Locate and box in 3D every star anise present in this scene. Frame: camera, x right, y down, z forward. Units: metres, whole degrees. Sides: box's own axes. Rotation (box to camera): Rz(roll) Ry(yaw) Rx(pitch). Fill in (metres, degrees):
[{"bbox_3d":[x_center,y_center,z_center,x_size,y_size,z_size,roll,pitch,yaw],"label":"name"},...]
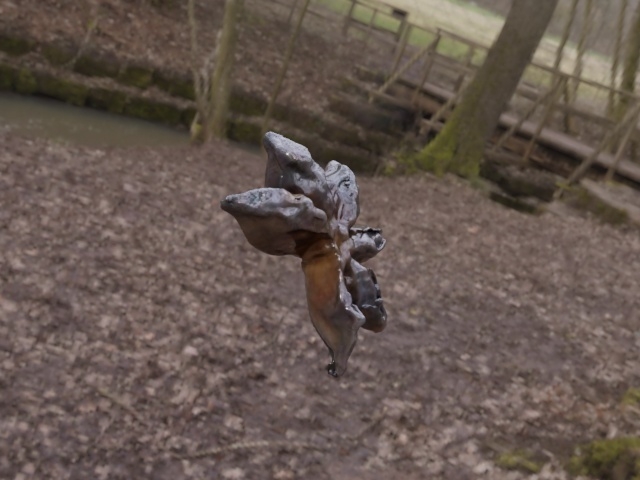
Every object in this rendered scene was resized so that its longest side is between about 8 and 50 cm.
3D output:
[{"bbox_3d":[0.008,-0.006,0.798,0.208,0.063,0.172,59,37,-14],"label":"star anise"}]
